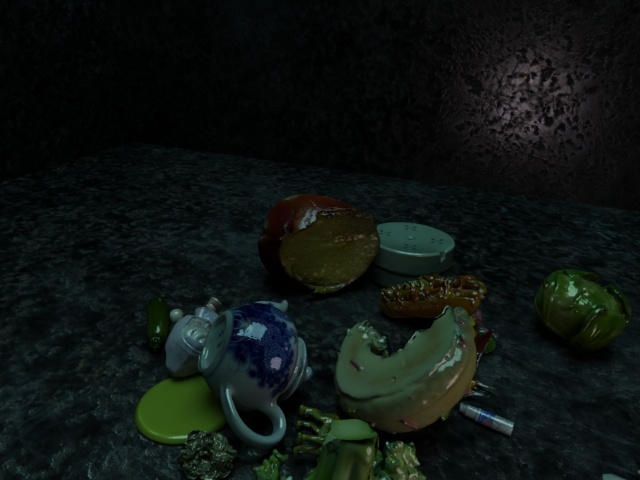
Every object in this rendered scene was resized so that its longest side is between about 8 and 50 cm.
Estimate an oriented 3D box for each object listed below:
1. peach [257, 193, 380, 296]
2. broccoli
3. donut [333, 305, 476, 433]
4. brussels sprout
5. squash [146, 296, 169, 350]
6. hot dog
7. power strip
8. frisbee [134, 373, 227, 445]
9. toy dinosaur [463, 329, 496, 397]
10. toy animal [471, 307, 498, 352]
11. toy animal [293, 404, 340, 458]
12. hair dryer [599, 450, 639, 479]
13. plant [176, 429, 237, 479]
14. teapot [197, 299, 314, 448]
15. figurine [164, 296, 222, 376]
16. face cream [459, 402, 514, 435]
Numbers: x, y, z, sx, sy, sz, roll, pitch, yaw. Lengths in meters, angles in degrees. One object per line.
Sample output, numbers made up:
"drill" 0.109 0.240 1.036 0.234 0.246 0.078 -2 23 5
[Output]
"peach" 0.000 0.000 1.745 0.416 0.340 0.353 12 29 11
"broccoli" 0.023 0.455 0.818 0.338 0.318 0.277 37 -5 -25
"donut" 0.194 0.307 1.158 0.370 0.150 0.307 -18 29 37
"brussels sprout" 0.815 0.211 1.543 0.259 0.227 0.294 35 28 26
"squash" -0.485 0.235 1.468 0.069 0.069 0.258 -4 25 -18
"hot dog" 0.352 0.172 1.574 0.348 0.117 0.158 -7 16 33
"power strip" 0.333 0.055 1.895 0.356 0.162 0.357 3 22 -1
"frisbee" -0.325 0.398 1.183 0.235 0.017 0.236 4 24 -2
"toy dinosaur" 0.380 0.336 1.320 0.327 0.113 0.206 -5 29 -27
"toy animal" 0.487 0.270 1.539 0.103 0.100 0.208 38 8 -24
"toy animal" 0.011 0.436 1.104 0.136 0.073 0.181 11 11 -3
"hair dryer" 0.682 0.505 1.030 0.172 0.108 0.357 19 19 29
"plant" -0.240 0.449 1.037 0.116 0.105 0.122 36 -11 -11
"teapot" -0.136 0.291 1.190 0.279 0.252 0.424 26 36 -23
"figurine" -0.334 0.262 1.347 0.200 0.133 0.276 39 17 -7
"face cream" 0.402 0.432 1.197 0.130 0.034 0.034 17 27 29
